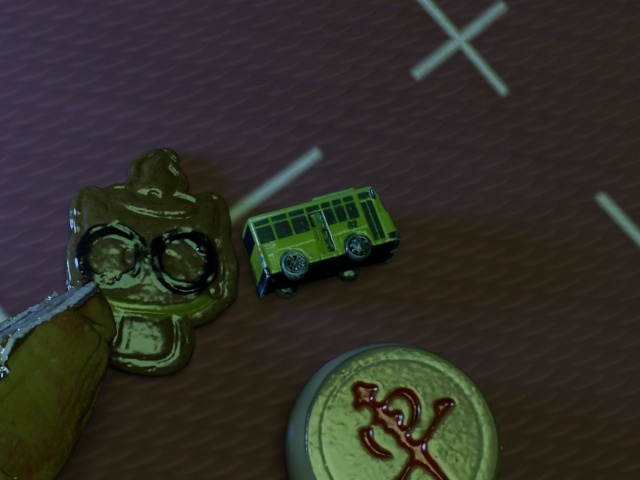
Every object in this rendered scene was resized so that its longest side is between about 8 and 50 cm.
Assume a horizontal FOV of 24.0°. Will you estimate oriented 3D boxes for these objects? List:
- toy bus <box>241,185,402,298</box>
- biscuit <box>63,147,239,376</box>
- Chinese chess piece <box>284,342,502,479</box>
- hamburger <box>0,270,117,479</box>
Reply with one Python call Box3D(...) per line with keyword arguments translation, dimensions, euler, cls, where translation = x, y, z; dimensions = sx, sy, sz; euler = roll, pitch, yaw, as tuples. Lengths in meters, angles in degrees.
Box3D(translation=(0.000, 0.000, 1.806), dimensions=(0.175, 0.088, 0.101), euler=(-16, 71, -15), cls="toy bus")
Box3D(translation=(-0.198, 0.020, 1.786), dimensions=(0.208, 0.041, 0.290), euler=(5, 68, -10), cls="biscuit")
Box3D(translation=(0.083, 0.239, 1.723), dimensions=(0.251, 0.097, 0.251), euler=(4, 69, -10), cls="Chinese chess piece")
Box3D(translation=(-0.330, 0.181, 1.625), dimensions=(0.282, 0.155, 0.245), euler=(-18, 98, -46), cls="hamburger")
